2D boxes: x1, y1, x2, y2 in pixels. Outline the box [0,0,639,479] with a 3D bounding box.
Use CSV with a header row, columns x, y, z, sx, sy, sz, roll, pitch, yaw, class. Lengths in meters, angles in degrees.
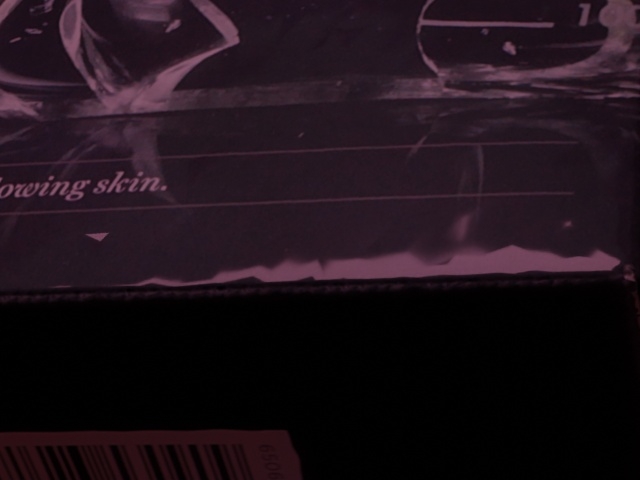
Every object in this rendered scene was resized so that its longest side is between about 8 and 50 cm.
x,y,z,sx,sy,sz,roll,pitch,yaw,class
-0.053,-0.039,0.951,0.480,0.297,0.471,-3,42,14,box
